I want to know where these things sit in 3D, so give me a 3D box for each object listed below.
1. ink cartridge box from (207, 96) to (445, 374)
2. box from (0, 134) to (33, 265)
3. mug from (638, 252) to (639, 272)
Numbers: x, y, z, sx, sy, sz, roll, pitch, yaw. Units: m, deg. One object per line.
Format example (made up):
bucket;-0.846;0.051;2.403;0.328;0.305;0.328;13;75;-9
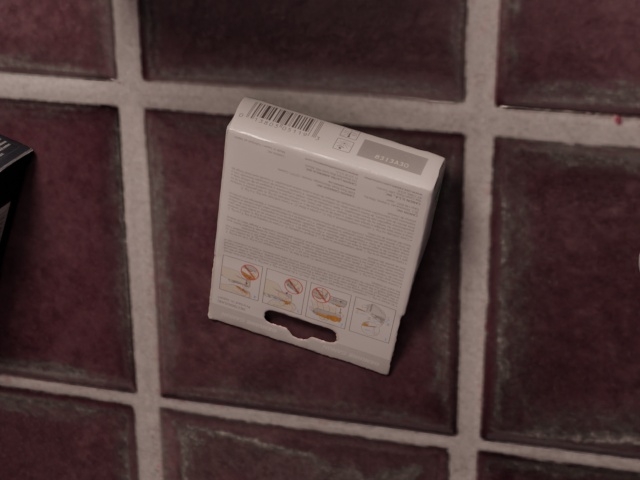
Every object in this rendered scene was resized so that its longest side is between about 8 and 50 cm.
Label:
ink cartridge box;0.000;0.000;1.193;0.181;0.056;0.224;18;134;9
box;-0.367;-0.035;1.255;0.158;0.093;0.156;24;116;7
mug;0.366;-0.075;0.883;0.374;0.328;0.276;-37;97;26
